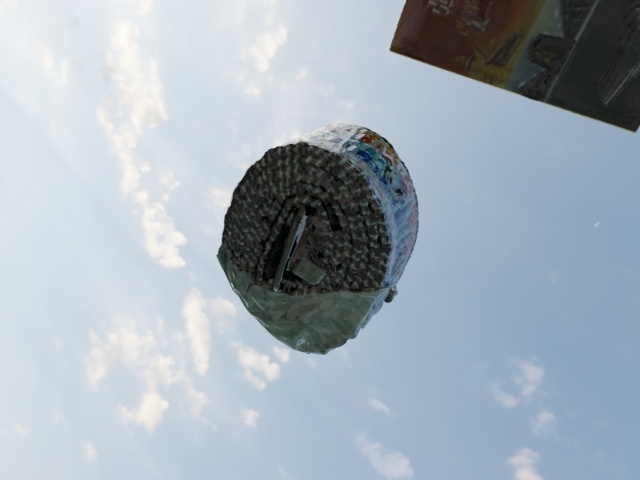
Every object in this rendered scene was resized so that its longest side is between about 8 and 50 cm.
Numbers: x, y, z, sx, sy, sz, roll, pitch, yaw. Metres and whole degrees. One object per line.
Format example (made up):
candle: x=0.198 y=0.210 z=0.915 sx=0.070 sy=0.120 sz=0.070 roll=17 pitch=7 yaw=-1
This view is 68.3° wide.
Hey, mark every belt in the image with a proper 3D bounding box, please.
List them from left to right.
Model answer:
belt: x=0.000 y=0.000 z=0.548 sx=0.207 sy=0.150 sz=0.258 roll=28 pitch=-58 yaw=15

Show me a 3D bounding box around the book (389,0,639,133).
book: x=0.308 y=-0.318 z=0.605 sx=0.373 sy=0.028 sz=0.263 roll=18 pitch=-59 yaw=-1
